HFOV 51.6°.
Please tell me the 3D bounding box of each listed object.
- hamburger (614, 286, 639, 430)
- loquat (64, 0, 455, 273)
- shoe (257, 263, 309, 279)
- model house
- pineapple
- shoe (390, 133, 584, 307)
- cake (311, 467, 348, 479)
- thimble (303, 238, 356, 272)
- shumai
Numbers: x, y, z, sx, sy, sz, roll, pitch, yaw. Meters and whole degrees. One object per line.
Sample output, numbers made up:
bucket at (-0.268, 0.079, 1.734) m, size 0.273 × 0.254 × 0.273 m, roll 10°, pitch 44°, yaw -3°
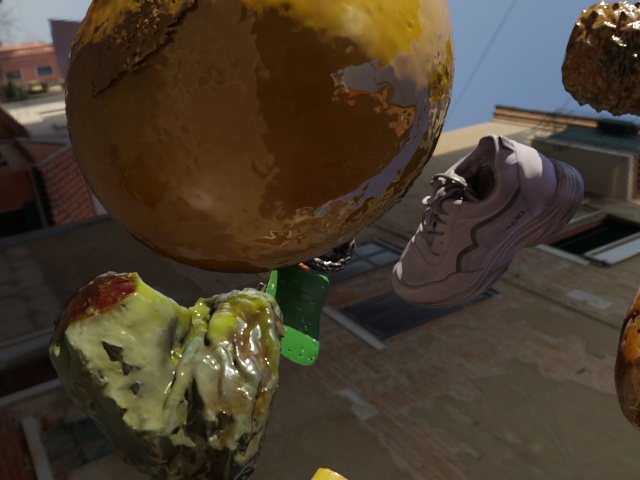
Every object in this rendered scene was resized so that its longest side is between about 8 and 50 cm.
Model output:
hamburger at (0.505, 0.164, 0.866) m, size 0.211 × 0.261 × 0.245 m, roll 19°, pitch -36°, yaw 29°
loquat at (-0.041, -0.107, 0.438) m, size 0.263 × 0.262 × 0.263 m, roll 39°, pitch -42°, yaw 48°
shoe at (-0.011, -0.060, 1.394) m, size 0.170 × 0.337 × 0.132 m, roll 0°, pitch -42°, yaw 40°
model house at (-0.064, 0.127, 1.069) m, size 0.088 × 0.117 × 0.167 m, roll -39°, pitch -146°, yaw 49°
pineapple at (0.347, -0.152, 0.621) m, size 0.237 × 0.119 × 0.111 m, roll 33°, pitch -67°, yaw 40°
shoe at (0.153, -0.018, 0.723) m, size 0.245 × 0.137 × 0.095 m, roll -40°, pitch -141°, yaw 29°
cake at (0.020, 0.454, 1.205) m, size 0.084 × 0.044 × 0.084 m, roll 23°, pitch -36°, yaw 18°
thimble at (0.002, 0.000, 1.056) m, size 0.095 × 0.104 × 0.066 m, roll -68°, pitch -160°, yaw -5°
shumai at (-0.203, 0.174, 0.789) m, size 0.304 × 0.263 × 0.309 m, roll -66°, pitch -166°, yaw 2°
